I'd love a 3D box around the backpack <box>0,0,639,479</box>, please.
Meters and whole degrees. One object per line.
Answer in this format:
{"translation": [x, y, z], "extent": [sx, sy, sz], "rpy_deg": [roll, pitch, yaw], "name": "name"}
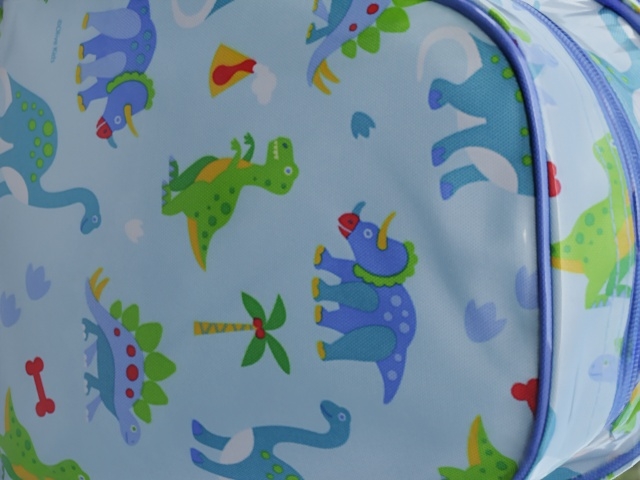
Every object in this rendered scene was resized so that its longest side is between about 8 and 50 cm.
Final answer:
{"translation": [0.000, 0.000, 0.583], "extent": [0.273, 0.356, 0.290], "rpy_deg": [8, 85, -76], "name": "backpack"}
